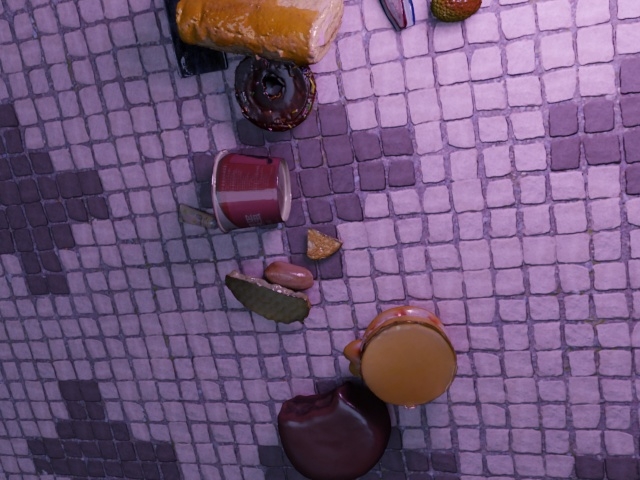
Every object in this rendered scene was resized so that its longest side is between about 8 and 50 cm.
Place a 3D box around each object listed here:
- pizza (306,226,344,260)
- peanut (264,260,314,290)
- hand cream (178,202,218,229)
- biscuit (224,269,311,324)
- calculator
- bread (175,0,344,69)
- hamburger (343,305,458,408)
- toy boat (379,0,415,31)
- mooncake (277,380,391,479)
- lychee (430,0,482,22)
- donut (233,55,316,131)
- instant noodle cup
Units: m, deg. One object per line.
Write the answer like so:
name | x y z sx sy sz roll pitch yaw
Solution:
pizza | 0.000 0.000 1.904 0.123 0.026 0.108 -27 103 25
peanut | -0.091 0.106 1.945 0.152 0.076 0.076 14 112 7
hand cream | -0.372 -0.069 2.002 0.143 0.039 0.061 15 114 18
biscuit | -0.155 0.182 1.978 0.274 0.036 0.187 18 141 12
calculator | -0.349 -0.588 1.821 0.161 0.021 0.261 -3 108 19
bread | -0.147 -0.551 1.636 0.376 0.236 0.165 14 143 14
hamburger | 0.221 0.323 1.847 0.303 0.186 0.260 -29 101 5
toy boat | 0.169 -0.632 1.623 0.080 0.046 0.228 -15 105 25
mooncake | 0.036 0.573 2.011 0.334 0.174 0.325 34 112 8
lychee | 0.325 -0.576 1.552 0.146 0.114 0.114 -31 97 44
donut | -0.114 -0.410 1.767 0.235 0.089 0.235 6 111 17
instant noodle cup | -0.185 -0.136 1.820 0.179 0.235 0.234 0 108 10
